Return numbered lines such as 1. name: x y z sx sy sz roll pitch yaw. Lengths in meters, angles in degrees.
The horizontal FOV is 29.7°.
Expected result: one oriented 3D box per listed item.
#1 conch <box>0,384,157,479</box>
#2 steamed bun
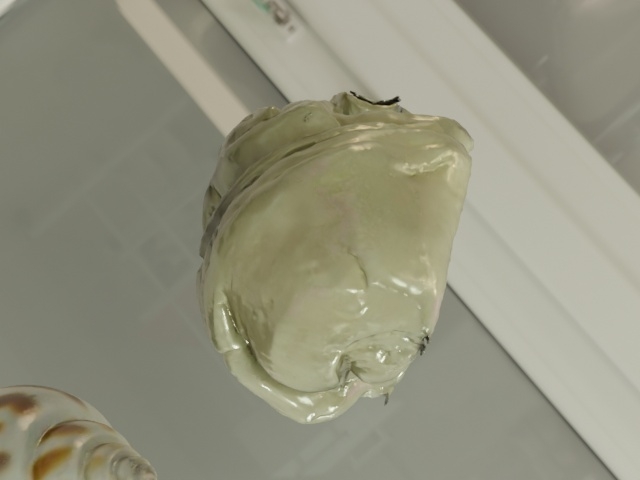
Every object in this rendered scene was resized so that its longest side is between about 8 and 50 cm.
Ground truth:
1. conch: -0.239 0.204 1.039 0.183 0.275 0.149 -51 141 -39
2. steamed bun: 0.000 0.000 0.977 0.320 0.206 0.275 113 -3 -70
